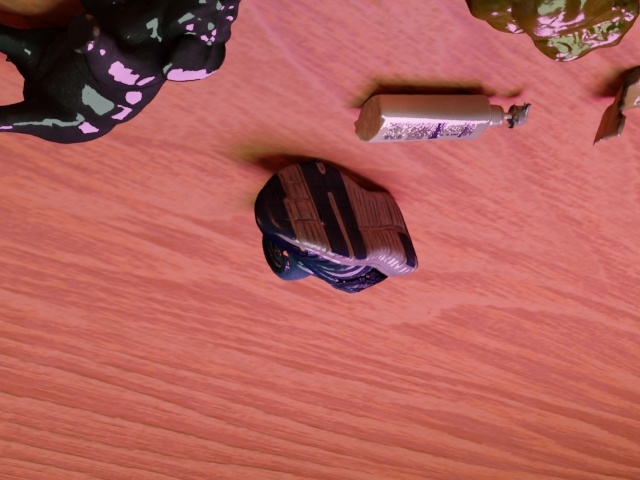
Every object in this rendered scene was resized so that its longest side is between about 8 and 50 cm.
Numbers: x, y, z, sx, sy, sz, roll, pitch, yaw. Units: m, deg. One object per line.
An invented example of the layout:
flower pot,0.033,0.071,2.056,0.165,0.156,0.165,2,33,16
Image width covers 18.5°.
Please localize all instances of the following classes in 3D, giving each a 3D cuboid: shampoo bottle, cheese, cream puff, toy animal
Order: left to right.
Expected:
toy animal,-0.123,-0.141,1.264,0.269,0.082,0.137,-27,157,26
shampoo bottle,0.099,-0.097,1.542,0.141,0.034,0.049,-2,149,-24
cream puff,0.165,-0.181,1.250,0.156,0.121,0.156,-15,158,-6
cheese,0.253,-0.109,1.581,0.084,0.041,0.060,-27,166,-3

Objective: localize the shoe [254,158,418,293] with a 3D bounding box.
shoe,0.000,0.000,1.650,0.106,0.091,0.207,-26,158,20
